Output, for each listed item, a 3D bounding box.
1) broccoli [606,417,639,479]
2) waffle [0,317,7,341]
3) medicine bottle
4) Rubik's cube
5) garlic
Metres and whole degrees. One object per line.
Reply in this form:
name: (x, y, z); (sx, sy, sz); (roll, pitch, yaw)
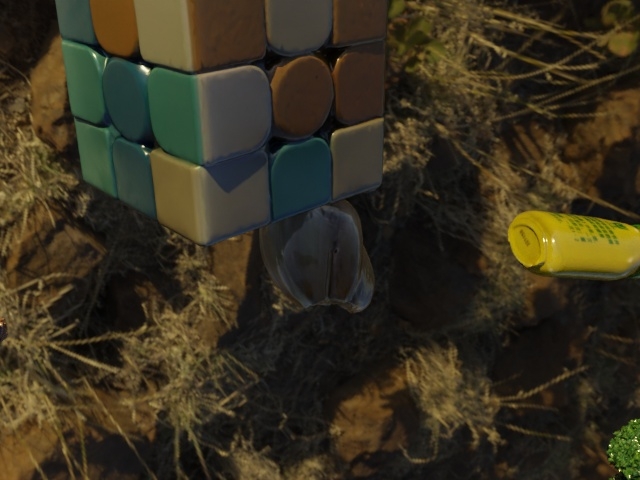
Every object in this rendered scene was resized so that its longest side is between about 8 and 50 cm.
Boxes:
broccoli: (0.464, 0.335, 0.889); (0.307, 0.308, 0.275); (-24, 158, -23)
waffle: (-0.333, 0.105, 0.716); (0.029, 0.075, 0.083); (44, 67, -3)
medicine bottle: (0.395, 0.013, 1.001); (0.308, 0.111, 0.076); (4, 125, -23)
Rubik's cube: (-0.137, -0.236, 1.085); (0.347, 0.346, 0.344); (-22, 122, -39)
garlic: (0.000, 0.000, 1.230); (0.217, 0.228, 0.110); (5, 154, -42)
